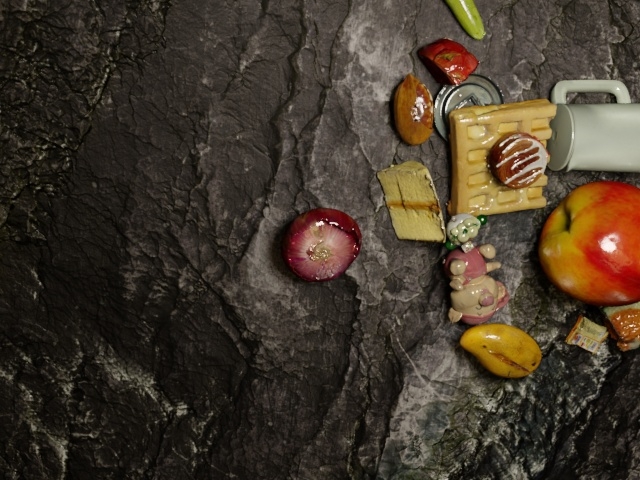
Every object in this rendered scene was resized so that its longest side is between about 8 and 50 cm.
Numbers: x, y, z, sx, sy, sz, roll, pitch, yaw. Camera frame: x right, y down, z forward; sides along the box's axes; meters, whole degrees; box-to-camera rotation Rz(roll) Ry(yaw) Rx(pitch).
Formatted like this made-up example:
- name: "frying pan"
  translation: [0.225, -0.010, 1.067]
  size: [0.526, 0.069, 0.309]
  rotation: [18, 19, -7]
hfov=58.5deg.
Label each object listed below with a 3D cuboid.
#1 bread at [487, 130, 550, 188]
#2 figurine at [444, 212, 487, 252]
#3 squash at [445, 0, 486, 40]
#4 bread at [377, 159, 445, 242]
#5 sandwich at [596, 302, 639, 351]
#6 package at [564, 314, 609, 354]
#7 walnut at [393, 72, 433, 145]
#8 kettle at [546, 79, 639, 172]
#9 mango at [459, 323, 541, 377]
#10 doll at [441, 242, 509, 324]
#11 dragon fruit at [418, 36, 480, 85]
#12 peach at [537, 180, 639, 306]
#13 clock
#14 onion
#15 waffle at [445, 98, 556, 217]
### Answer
- name: "bread"
  translation: [0.559, -0.227, 1.614]
  size: [0.160, 0.073, 0.161]
  rotation: [-3, 115, -6]
- name: "figurine"
  translation: [0.429, -0.025, 1.691]
  size: [0.147, 0.197, 0.094]
  rotation: [-41, 65, 13]
- name: "squash"
  translation: [0.403, -0.653, 1.608]
  size: [0.066, 0.066, 0.201]
  rotation: [-37, 104, 5]
- name: "bread"
  translation: [0.274, -0.103, 1.678]
  size: [0.135, 0.178, 0.240]
  rotation: [-18, 107, -1]
- name: "sandwich"
  translation: [1.024, 0.239, 1.852]
  size: [0.292, 0.109, 0.212]
  rotation: [-18, 103, -1]
- name: "package"
  translation: [0.891, 0.315, 1.905]
  size: [0.120, 0.031, 0.108]
  rotation: [24, 102, -8]
- name: "walnut"
  translation: [0.267, -0.375, 1.645]
  size: [0.115, 0.116, 0.207]
  rotation: [-10, 104, -2]
- name: "kettle"
  translation: [0.835, -0.326, 1.655]
  size: [0.317, 0.205, 0.265]
  rotation: [0, 107, -2]
- name: "mango"
  translation: [0.580, 0.351, 1.811]
  size: [0.294, 0.120, 0.177]
  rotation: [23, 125, -30]
- name: "doll"
  translation: [0.476, 0.141, 1.769]
  size: [0.196, 0.152, 0.256]
  rotation: [-13, 109, 12]
- name: "dragon fruit"
  translation: [0.367, -0.509, 1.600]
  size: [0.120, 0.161, 0.127]
  rotation: [-40, 114, 8]
- name: "peach"
  translation: [0.842, 0.019, 1.664]
  size: [0.387, 0.388, 0.389]
  rotation: [-1, 104, -4]
- name: "clock"
  translation: [0.435, -0.383, 1.690]
  size: [0.214, 0.042, 0.215]
  rotation: [-1, 104, -4]
- name: "onion"
  translation: [0.003, 0.009, 1.696]
  size: [0.247, 0.161, 0.248]
  rotation: [2, 110, 4]
- name: "waffle"
  translation: [0.525, -0.231, 1.690]
  size: [0.304, 0.077, 0.349]
  rotation: [-9, 116, -5]
